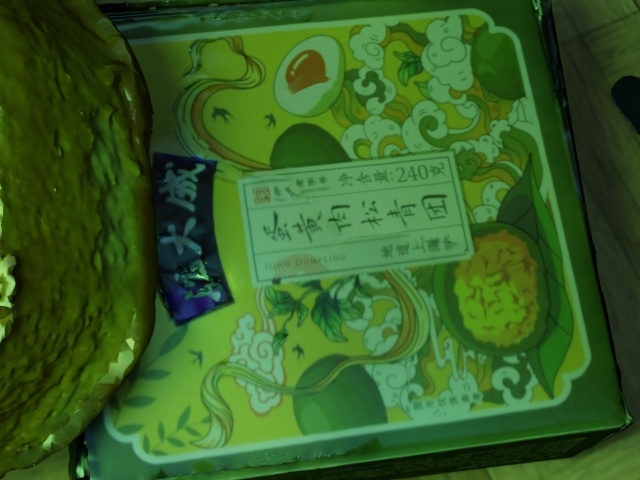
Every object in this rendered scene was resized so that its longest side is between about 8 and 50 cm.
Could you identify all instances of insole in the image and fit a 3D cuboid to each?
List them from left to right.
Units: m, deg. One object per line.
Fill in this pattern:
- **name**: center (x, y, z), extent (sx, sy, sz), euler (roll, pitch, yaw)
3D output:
- **insole**: center (0.307, -0.081, 1.292), extent (0.053, 0.002, 0.152), euler (-31, 79, -17)

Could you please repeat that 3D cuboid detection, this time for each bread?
- **bread**: center (-0.298, -0.026, 0.970), extent (0.398, 0.215, 0.398), euler (-2, 82, 15)

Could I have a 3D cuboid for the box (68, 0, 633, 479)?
- **box**: center (0.000, 0.000, 1.144), extent (0.420, 0.138, 0.373), euler (-5, 74, -10)
